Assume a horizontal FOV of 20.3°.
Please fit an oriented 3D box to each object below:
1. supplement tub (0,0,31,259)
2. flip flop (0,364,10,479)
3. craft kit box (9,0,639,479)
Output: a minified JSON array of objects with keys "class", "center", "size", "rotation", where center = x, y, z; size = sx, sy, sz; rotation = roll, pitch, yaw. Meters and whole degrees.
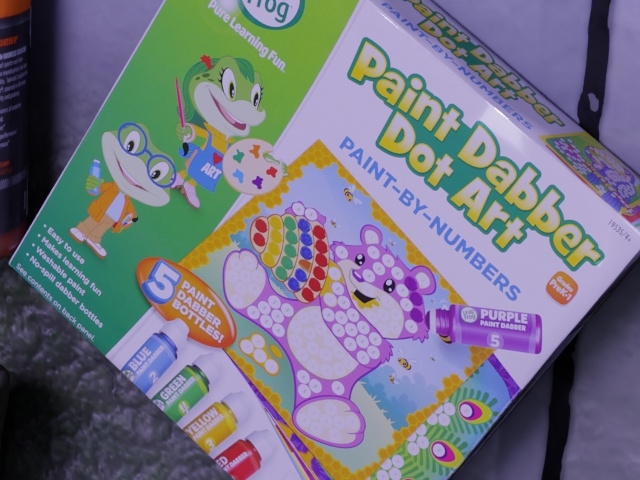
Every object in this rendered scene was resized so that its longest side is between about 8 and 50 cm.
[{"class":"supplement tub","center":[-0.198,-0.090,0.905],"size":[0.106,0.106,0.198],"rotation":[14,111,25]},{"class":"flip flop","center":[-0.179,0.188,0.981],"size":[0.080,0.112,0.277],"rotation":[10,116,10]},{"class":"craft kit box","center":[0.000,0.000,0.854],"size":[0.250,0.061,0.246],"rotation":[41,117,12]}]
